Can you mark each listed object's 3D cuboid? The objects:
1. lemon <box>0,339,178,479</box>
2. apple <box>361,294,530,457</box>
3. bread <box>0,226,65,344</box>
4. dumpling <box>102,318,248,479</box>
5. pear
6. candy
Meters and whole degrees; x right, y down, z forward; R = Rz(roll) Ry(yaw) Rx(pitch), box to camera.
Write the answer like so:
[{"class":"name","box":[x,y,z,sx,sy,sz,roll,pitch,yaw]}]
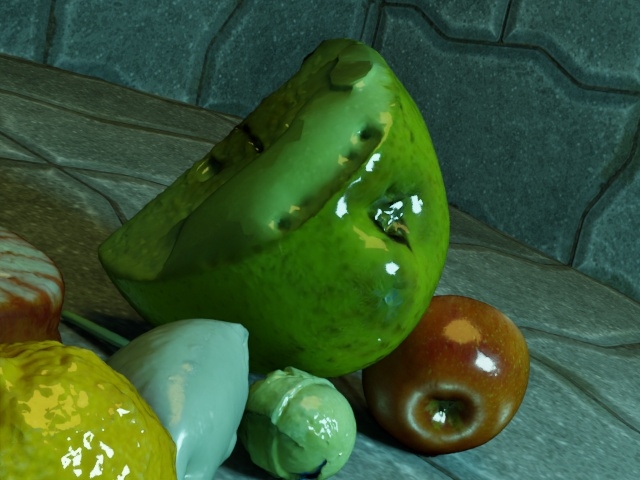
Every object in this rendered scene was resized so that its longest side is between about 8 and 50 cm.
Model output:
[{"class":"lemon","box":[-0.141,0.131,0.522,0.142,0.142,0.187,35,-25,49]},{"class":"apple","box":[0.120,0.130,0.985,0.163,0.163,0.139,21,21,1]},{"class":"bread","box":[-0.343,0.030,0.702,0.328,0.114,0.295,26,12,24]},{"class":"dumpling","box":[-0.122,0.130,0.728,0.105,0.149,0.216,49,20,-20]},{"class":"pear","box":[0.000,0.000,0.945,0.238,0.342,0.318,50,-7,-27]},{"class":"candy","box":[-0.113,0.116,0.874,0.335,0.092,0.093,18,28,33]}]
